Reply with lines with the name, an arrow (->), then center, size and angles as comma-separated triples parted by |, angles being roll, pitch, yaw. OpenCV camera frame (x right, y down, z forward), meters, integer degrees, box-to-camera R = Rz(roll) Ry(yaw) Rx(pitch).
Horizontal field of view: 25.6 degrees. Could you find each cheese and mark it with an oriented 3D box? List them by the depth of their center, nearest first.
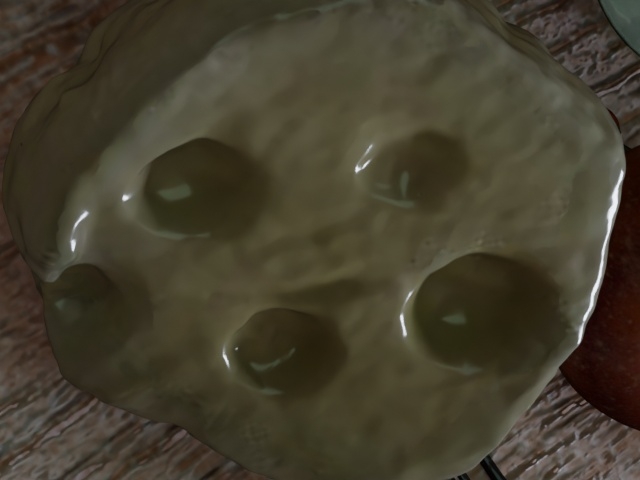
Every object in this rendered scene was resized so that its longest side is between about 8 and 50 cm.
cheese -> 0.000, 0.000, 0.745 | 0.317, 0.115, 0.326 | -7, 120, -6

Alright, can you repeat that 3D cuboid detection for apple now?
apple -> 0.234, 0.025, 0.889 | 0.201, 0.162, 0.201 | -4, 117, -7

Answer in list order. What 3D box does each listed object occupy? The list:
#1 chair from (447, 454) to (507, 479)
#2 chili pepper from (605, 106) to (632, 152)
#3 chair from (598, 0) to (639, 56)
chair -> 0.134, 0.208, 0.864 | 0.084, 0.101, 0.213 | -37, 102, -22
chili pepper -> 0.139, -0.076, 0.918 | 0.191, 0.050, 0.059 | 17, 81, -11
chair -> 0.322, -0.208, 0.937 | 0.274, 0.190, 0.204 | -4, 85, 17
